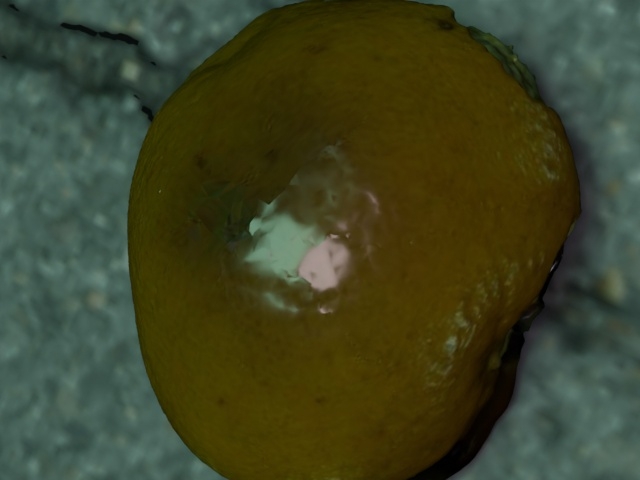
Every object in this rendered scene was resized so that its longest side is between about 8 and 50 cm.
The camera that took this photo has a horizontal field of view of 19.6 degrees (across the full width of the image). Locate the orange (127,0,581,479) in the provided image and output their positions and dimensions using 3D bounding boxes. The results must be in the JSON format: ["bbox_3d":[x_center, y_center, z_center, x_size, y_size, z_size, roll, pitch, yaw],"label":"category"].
[{"bbox_3d":[0.000,0.000,0.587,0.160,0.112,0.170,-27,80,25],"label":"orange"}]
